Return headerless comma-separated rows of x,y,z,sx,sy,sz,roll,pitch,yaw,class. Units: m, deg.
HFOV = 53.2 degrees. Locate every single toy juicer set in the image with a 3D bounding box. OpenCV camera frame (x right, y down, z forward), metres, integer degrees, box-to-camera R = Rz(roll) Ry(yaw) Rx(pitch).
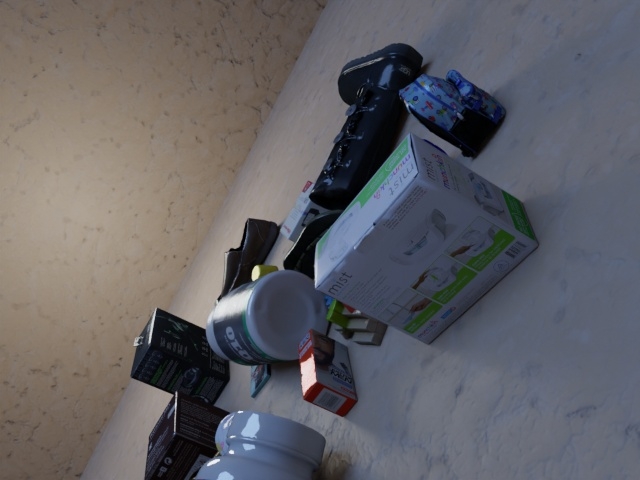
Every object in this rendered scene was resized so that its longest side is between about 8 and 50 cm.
-0.219,0.223,1.938,0.329,0.090,0.209,-38,48,45,toy juicer set

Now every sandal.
-0.002,0.000,1.617,0.303,0.120,0.086,-40,15,49,sandal

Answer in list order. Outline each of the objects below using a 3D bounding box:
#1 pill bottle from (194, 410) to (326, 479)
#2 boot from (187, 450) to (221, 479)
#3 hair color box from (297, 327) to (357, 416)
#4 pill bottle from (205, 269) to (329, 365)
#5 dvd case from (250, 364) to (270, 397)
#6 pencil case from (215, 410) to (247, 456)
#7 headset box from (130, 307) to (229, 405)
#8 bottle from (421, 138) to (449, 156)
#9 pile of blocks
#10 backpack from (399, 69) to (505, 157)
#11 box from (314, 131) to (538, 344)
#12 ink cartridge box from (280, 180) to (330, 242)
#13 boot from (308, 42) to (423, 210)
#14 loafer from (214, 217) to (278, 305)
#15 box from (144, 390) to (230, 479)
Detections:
-0.125,0.503,1.045,0.229,0.229,0.407,-34,33,54,pill bottle
-0.235,0.530,1.479,0.112,0.115,0.305,-46,23,44,boot
0.011,0.255,1.248,0.053,0.093,0.167,-54,21,19,hair color box
-0.145,0.200,1.560,0.361,0.204,0.204,-27,39,60,pill bottle
-0.159,0.346,1.690,0.087,0.013,0.119,-54,19,22,dvd case
-0.139,0.441,1.348,0.124,0.113,0.273,-61,18,-16,pencil case
-0.438,0.358,1.984,0.131,0.283,0.246,-57,20,13,headset box
0.156,-0.073,1.324,0.283,0.092,0.118,-51,23,29,bottle
0.037,0.107,1.355,0.149,0.113,0.362,-59,18,7,pile of blocks
0.244,-0.264,1.235,0.117,0.173,0.158,-54,19,22,backpack
0.154,0.008,1.003,0.262,0.231,0.126,-51,22,32,box
-0.036,-0.076,1.864,0.175,0.072,0.127,-61,19,4,ink cartridge box
0.088,-0.284,1.755,0.367,0.146,0.445,-14,55,68,boot
-0.282,0.080,2.200,0.365,0.130,0.134,-64,19,-5,loafer
-0.341,0.535,1.662,0.168,0.167,0.203,-59,19,10,box
